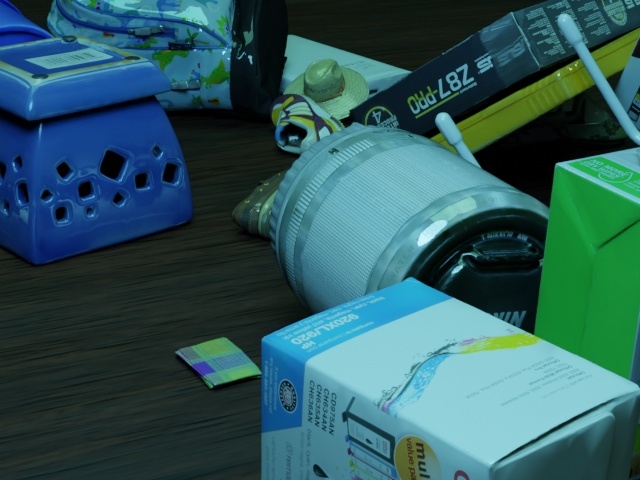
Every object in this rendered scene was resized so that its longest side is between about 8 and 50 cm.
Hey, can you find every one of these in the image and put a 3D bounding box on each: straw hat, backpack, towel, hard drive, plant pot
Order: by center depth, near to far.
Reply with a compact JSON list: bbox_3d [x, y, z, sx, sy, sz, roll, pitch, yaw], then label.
[{"bbox_3d":[-0.100,0.120,1.233,0.060,0.009,0.083,-12,27,-31],"label":"towel"},{"bbox_3d":[-0.315,-0.125,1.536,0.236,0.212,0.236,-18,29,-38],"label":"plant pot"},{"bbox_3d":[0.005,-0.251,1.980,0.144,0.061,0.144,-5,47,5],"label":"straw hat"},{"bbox_3d":[-0.254,-0.327,2.007,0.356,0.273,0.290,-7,41,15],"label":"backpack"},{"bbox_3d":[-0.018,-0.296,2.179,0.203,0.040,0.307,-18,30,-39],"label":"hard drive"}]

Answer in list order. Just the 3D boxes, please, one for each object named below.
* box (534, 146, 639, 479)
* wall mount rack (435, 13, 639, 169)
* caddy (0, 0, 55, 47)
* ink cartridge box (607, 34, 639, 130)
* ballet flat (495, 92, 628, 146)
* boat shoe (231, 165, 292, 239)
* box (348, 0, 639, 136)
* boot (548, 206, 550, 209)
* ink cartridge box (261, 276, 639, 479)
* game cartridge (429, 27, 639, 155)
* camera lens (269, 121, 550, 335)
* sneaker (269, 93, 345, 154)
[{"bbox_3d":[0.314,0.052,1.108,0.231,0.262,0.127,-11,27,-29],"label":"box"},{"bbox_3d":[0.306,-0.075,1.372,0.350,0.130,0.304,-39,62,-21],"label":"wall mount rack"},{"bbox_3d":[-0.503,-0.199,1.661,0.341,0.241,0.179,-19,35,-41],"label":"caddy"},{"bbox_3d":[0.529,-0.146,1.557,0.309,0.272,0.130,41,66,18],"label":"ink cartridge box"},{"bbox_3d":[0.366,-0.184,1.899,0.222,0.079,0.077,-2,22,-10],"label":"ballet flat"},{"bbox_3d":[-0.056,-0.058,1.586,0.060,0.064,0.178,12,27,18],"label":"boat shoe"},{"bbox_3d":[0.274,-0.262,1.846,0.318,0.097,0.395,-29,-1,41],"label":"box"},{"bbox_3d":[0.382,-0.053,1.576,0.264,0.096,0.280,-2,22,-4],"label":"boot"},{"bbox_3d":[0.091,0.162,0.943,0.168,0.171,0.233,-18,30,-39],"label":"ink cartridge box"},{"bbox_3d":[0.266,-0.178,1.684,0.324,0.052,0.285,-30,0,38],"label":"game cartridge"},{"bbox_3d":[0.094,0.021,1.214,0.219,0.219,0.274,-9,25,-25],"label":"camera lens"},{"bbox_3d":[-0.041,-0.171,1.847,0.084,0.069,0.185,-7,23,-32],"label":"sneaker"}]
